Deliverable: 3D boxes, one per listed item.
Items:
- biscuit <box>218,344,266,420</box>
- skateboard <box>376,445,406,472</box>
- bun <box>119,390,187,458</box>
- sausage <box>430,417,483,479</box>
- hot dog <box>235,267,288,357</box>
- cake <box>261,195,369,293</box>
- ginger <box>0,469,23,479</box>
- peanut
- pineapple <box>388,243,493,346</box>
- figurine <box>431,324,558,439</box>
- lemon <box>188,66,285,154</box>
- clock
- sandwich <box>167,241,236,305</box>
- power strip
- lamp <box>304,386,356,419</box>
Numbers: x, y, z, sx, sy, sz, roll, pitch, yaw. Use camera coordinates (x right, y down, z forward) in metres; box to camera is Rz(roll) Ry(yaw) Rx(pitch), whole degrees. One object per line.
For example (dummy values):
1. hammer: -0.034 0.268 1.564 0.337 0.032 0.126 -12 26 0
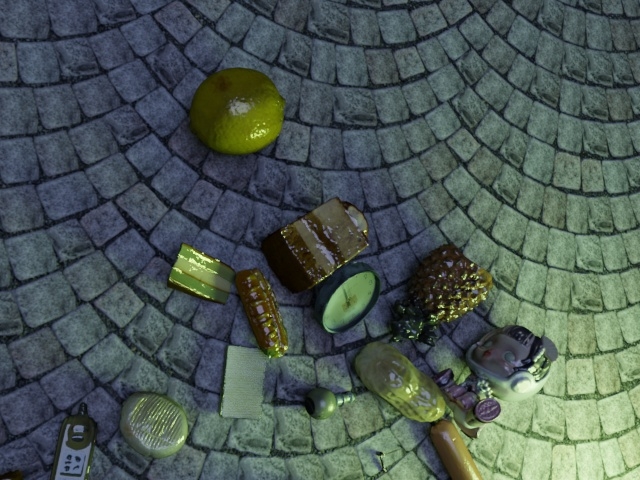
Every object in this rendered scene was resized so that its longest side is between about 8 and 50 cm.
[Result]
1. biscuit: -0.217 0.396 1.880 0.121 0.040 0.199 10 78 -22
2. skateboard: 0.214 0.645 1.998 0.083 0.032 0.064 -17 97 -19
3. bun: -0.438 0.481 1.757 0.188 0.111 0.164 29 56 -10
4. sausage: 0.419 0.674 2.034 0.086 0.086 0.289 -27 92 -21
5. hot dog: -0.159 0.203 1.907 0.072 0.115 0.269 -23 89 22
6. cake: 0.000 0.000 1.947 0.293 0.199 0.196 -34 88 -25
7. ginger: -0.836 0.739 1.533 0.254 0.176 0.418 7 74 -15
8. peanut: 0.239 0.423 1.981 0.313 0.152 0.152 43 70 -10
9. pineapple: 0.337 0.193 2.037 0.223 0.223 0.357 43 84 -8
10. figurine: 0.531 0.411 2.058 0.361 0.253 0.211 -40 139 -13
11. lemon: -0.231 -0.361 1.895 0.267 0.267 0.267 3 80 -19
12. clock: 0.082 0.168 1.943 0.226 0.226 0.049 -33 50 -21
13. sandwich: -0.318 0.096 1.841 0.187 0.144 0.117 21 77 -15
14. power strip: -0.631 0.603 1.686 0.092 0.066 0.387 12 77 -20
15. lamp: 0.035 0.461 1.941 0.163 0.091 0.091 -4 82 -35
